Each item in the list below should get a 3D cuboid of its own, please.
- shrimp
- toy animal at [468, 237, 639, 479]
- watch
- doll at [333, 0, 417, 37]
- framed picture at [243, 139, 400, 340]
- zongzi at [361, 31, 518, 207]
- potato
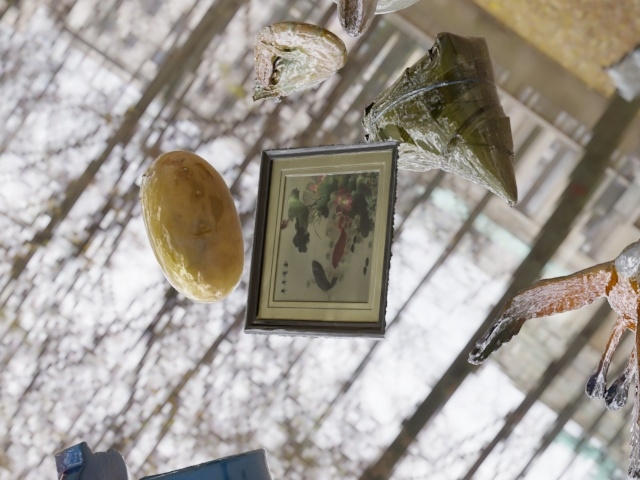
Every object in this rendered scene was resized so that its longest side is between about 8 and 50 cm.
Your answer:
[{"bbox_3d":[-0.043,-0.235,1.949,0.115,0.051,0.217,31,154,-16],"label":"shrimp"},{"bbox_3d":[0.358,0.084,1.679,0.225,0.302,0.284,34,-163,21],"label":"toy animal"},{"bbox_3d":[-0.190,0.343,1.818,0.305,0.274,0.241,11,-116,-80],"label":"watch"},{"bbox_3d":[0.121,-0.414,1.876,0.215,0.226,0.370,52,-140,3],"label":"doll"},{"bbox_3d":[0.000,0.000,1.487,0.199,0.195,0.010,-1,171,44],"label":"framed picture"},{"bbox_3d":[0.170,-0.121,2.123,0.125,0.251,0.274,-1,-115,-34],"label":"zongzi"},{"bbox_3d":[-0.188,-0.020,2.226,0.146,0.150,0.234,-32,79,60],"label":"potato"}]
